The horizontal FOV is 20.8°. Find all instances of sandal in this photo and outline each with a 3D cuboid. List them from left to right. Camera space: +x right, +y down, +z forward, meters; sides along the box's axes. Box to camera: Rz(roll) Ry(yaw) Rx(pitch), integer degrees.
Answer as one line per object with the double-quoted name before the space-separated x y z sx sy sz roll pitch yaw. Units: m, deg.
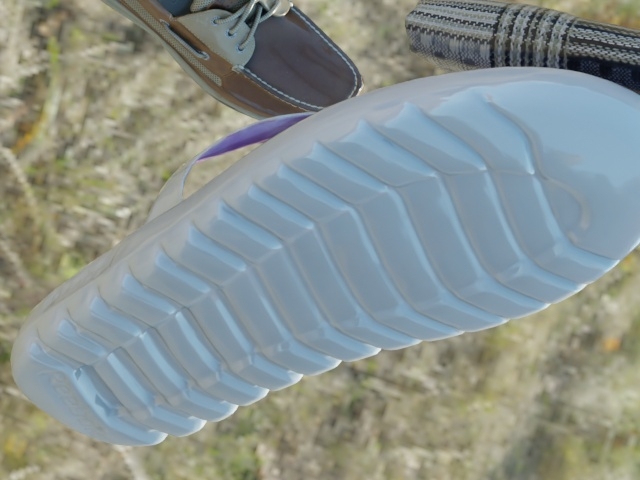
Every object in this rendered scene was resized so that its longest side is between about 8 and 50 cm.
"sandal" -0.009 -0.009 0.945 0.169 0.416 0.102 44 35 -37

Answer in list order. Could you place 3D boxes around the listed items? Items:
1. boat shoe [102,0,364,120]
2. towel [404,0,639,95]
"boat shoe" -0.099 -0.220 1.699 0.123 0.324 0.116 -60 -175 -15
"towel" 0.244 -0.080 1.007 0.324 0.312 0.056 12 91 -66
